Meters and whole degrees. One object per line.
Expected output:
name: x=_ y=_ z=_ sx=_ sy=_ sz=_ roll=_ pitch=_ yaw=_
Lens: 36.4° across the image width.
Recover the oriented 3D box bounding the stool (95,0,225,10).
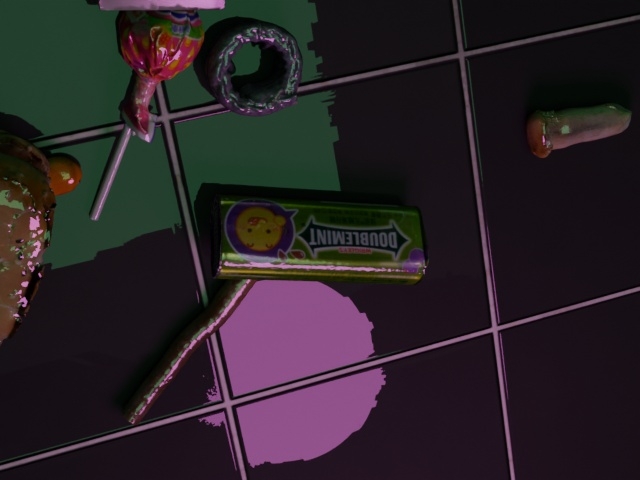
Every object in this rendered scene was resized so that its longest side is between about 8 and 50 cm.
stool: x=-0.217 y=-0.471 z=1.261 sx=0.170 sy=0.243 sz=0.269 roll=-4 pitch=136 yaw=-16

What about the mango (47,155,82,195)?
mango: x=-0.405 y=-0.097 z=1.463 sx=0.089 sy=0.046 sz=0.060 roll=-2 pitch=106 yaw=-3

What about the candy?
candy: x=-0.282 y=-0.193 z=1.455 sx=0.124 sy=0.124 sz=0.365 roll=19 pitch=107 yaw=-20

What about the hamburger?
hamburger: x=-0.528 y=-0.010 z=1.358 sx=0.277 sy=0.195 sz=0.318 roll=16 pitch=115 yaw=-21

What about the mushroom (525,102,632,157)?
mushroom: x=0.451 y=-0.196 z=1.676 sx=0.209 sy=0.071 sz=0.084 roll=-11 pitch=113 yaw=-17

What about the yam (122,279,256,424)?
yam: x=-0.210 y=0.165 z=1.590 sx=0.327 sy=0.045 sz=0.045 roll=-51 pitch=133 yaw=1

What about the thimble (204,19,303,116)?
thimble: x=-0.101 y=-0.261 z=1.478 sx=0.150 sy=0.098 sz=0.150 roll=-4 pitch=105 yaw=-15

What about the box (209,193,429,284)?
box: x=0.000 y=0.000 z=1.562 sx=0.345 sy=0.097 sz=0.134 roll=3 pitch=66 yaw=-17
